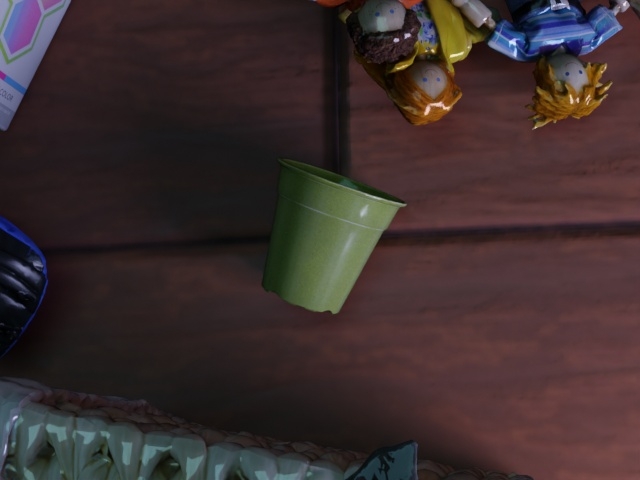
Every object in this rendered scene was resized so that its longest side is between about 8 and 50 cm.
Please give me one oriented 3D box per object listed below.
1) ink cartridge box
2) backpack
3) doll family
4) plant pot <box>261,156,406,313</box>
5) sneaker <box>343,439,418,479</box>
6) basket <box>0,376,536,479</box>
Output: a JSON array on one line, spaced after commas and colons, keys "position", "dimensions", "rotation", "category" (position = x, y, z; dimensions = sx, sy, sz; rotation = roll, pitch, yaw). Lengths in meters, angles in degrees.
[{"position": [-0.204, -0.186, 0.821], "dimensions": [0.062, 0.109, 0.209], "rotation": [24, 85, 13], "category": "ink cartridge box"}, {"position": [-0.234, 0.014, 0.798], "dimensions": [0.120, 0.101, 0.098], "rotation": [32, 91, -18], "category": "backpack"}, {"position": [0.106, -0.149, 0.771], "dimensions": [0.263, 0.118, 0.163], "rotation": [-8, 72, -9], "category": "doll family"}, {"position": [0.000, 0.000, 0.772], "dimensions": [0.083, 0.083, 0.079], "rotation": [21, 96, 13], "category": "plant pot"}, {"position": [0.034, 0.161, 0.429], "dimensions": [0.089, 0.051, 0.170], "rotation": [-29, 77, 0], "category": "sneaker"}, {"position": [-0.030, 0.248, 0.601], "dimensions": [0.266, 0.331, 0.328], "rotation": [6, 81, 9], "category": "basket"}]
